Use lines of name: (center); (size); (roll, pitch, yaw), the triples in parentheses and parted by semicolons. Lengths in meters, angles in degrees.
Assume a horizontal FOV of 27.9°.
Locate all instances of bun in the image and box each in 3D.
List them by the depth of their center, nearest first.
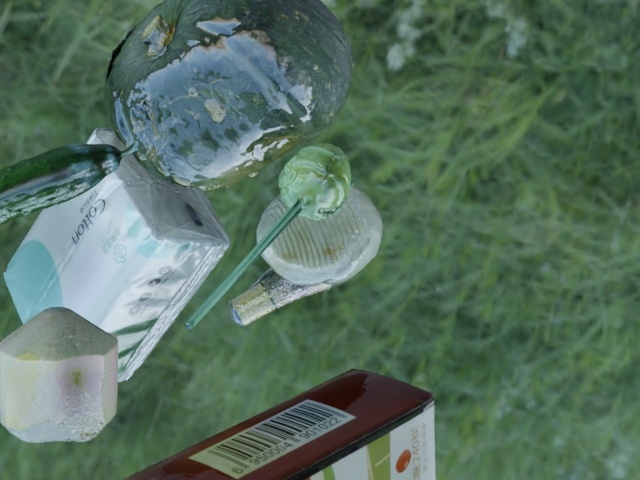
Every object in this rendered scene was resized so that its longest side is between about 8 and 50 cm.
bun: (0.000, 0.000, 1.853); (0.183, 0.183, 0.102); (7, 149, 19)

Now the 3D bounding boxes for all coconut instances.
coconut: (-0.310, 0.153, 1.523); (0.147, 0.153, 0.147); (5, -167, -1)

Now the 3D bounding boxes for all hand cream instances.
hand cream: (-0.049, 0.069, 1.976); (0.084, 0.203, 0.084); (59, 174, 10)

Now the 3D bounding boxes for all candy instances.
candy: (-0.062, -0.003, 1.510); (0.093, 0.335, 0.092); (-6, 122, 39)

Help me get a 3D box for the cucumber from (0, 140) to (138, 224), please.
cucumber: (-0.295, -0.052, 1.279); (0.056, 0.250, 0.056); (46, 150, 38)

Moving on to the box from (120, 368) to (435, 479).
box: (-0.033, 0.366, 1.263); (0.122, 0.344, 0.385); (15, 115, 42)

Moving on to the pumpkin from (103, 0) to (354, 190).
pumpkin: (-0.127, -0.209, 1.700); (0.327, 0.291, 0.257); (-42, 123, 13)

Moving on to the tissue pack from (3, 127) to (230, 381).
tissue pack: (-0.340, 0.034, 2.085); (0.194, 0.266, 0.356); (5, 132, -45)
